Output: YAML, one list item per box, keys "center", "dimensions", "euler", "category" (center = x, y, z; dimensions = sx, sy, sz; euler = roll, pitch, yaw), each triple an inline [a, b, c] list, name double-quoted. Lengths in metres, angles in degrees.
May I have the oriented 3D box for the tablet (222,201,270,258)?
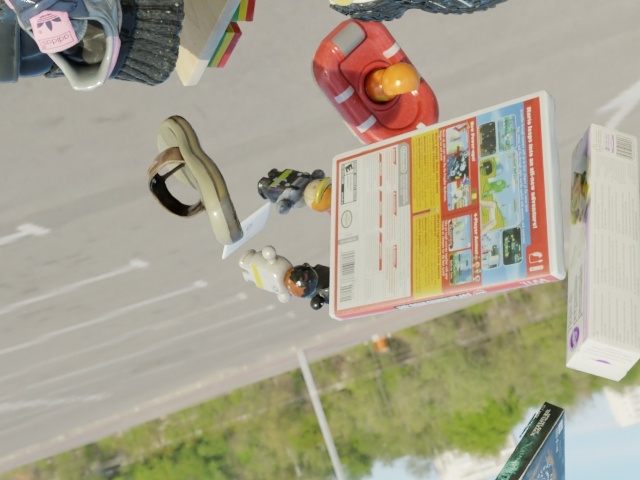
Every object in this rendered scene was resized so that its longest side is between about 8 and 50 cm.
- center: [-0.095, -0.013, 1.278]
  dimensions: [0.083, 0.006, 0.054]
  euler: [-41, 160, -38]
  category: "tablet"

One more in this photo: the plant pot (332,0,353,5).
- center: [0.016, -0.374, 0.843]
  dimensions: [0.187, 0.212, 0.212]
  euler: [-57, -176, -34]
  category: "plant pot"

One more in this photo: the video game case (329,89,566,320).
- center: [0.128, -0.032, 1.081]
  dimensions: [0.285, 0.204, 0.025]
  euler: [-14, 155, 38]
  category: "video game case"

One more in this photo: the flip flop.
- center: [-0.160, -0.065, 1.165]
  dimensions: [0.080, 0.112, 0.277]
  euler: [-27, -147, -7]
  category: "flip flop"

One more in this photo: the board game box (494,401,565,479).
- center: [0.215, 0.271, 1.020]
  dimensions: [0.026, 0.186, 0.126]
  euler: [20, -130, 32]
  category: "board game box"

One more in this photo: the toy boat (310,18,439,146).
- center: [0.104, -0.244, 1.561]
  dimensions: [0.151, 0.231, 0.151]
  euler: [-46, -159, -16]
  category: "toy boat"

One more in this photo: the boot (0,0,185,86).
- center: [-0.297, -0.330, 1.302]
  dimensions: [0.260, 0.131, 0.348]
  euler: [-5, 157, -25]
  category: "boot"

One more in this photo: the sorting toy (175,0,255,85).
- center: [-0.194, -0.440, 1.663]
  dimensions: [0.089, 0.257, 0.255]
  euler: [-9, 151, -36]
  category: "sorting toy"

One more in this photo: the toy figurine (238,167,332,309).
- center: [0.000, 0.000, 1.500]
  dimensions: [0.148, 0.213, 0.210]
  euler: [16, 180, 38]
  category: "toy figurine"

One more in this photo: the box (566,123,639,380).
- center: [0.326, 0.003, 1.137]
  dimensions: [0.067, 0.324, 0.063]
  euler: [14, 143, -4]
  category: "box"

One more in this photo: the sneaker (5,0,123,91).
- center: [-0.258, -0.256, 0.930]
  dimensions: [0.112, 0.131, 0.319]
  euler: [-11, 161, 8]
  category: "sneaker"

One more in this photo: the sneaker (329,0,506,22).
- center: [0.124, -0.335, 1.218]
  dimensions: [0.272, 0.107, 0.100]
  euler: [8, 179, 39]
  category: "sneaker"
